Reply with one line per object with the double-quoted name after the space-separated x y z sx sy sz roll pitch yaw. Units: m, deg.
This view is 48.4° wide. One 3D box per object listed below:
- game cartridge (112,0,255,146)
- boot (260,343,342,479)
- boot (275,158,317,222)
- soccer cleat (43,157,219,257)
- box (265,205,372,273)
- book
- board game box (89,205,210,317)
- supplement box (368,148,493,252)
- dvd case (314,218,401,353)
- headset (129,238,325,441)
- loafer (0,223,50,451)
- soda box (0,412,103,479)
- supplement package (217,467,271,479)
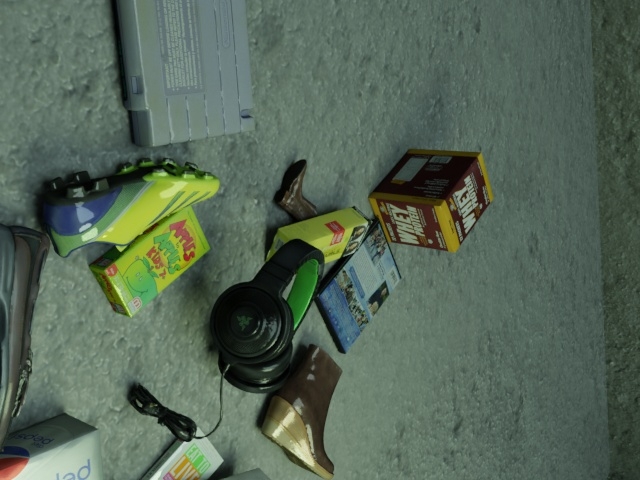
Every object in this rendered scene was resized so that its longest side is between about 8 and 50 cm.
-0.210 -0.334 1.099 0.230 0.068 0.355 -17 110 -43 "game cartridge"
-0.001 0.355 1.453 0.207 0.090 0.248 -57 131 -24 "boot"
-0.031 -0.086 1.376 0.114 0.037 0.106 42 74 -44 "boot"
-0.274 -0.050 1.058 0.289 0.093 0.121 -18 121 -46 "soccer cleat"
0.000 0.000 1.390 0.232 0.058 0.087 -17 140 -48 "box"
-0.244 0.399 1.221 0.144 0.035 0.096 -47 128 -30 "book"
-0.262 0.026 1.114 0.181 0.043 0.092 -45 128 -36 "board game box"
0.248 -0.094 1.587 0.194 0.191 0.129 -49 130 -32 "supplement box"
0.085 0.098 1.563 0.253 0.022 0.180 -49 130 -33 "dvd case"
-0.136 0.157 1.202 0.394 0.185 0.243 -55 163 -29 "headset"
-0.402 0.130 0.923 0.095 0.109 0.303 4 91 -54 "loafer"
-0.432 0.328 0.931 0.286 0.091 0.098 -14 107 -48 "soda box"
-0.180 0.526 1.174 0.292 0.175 0.178 3 115 -51 "supplement package"
